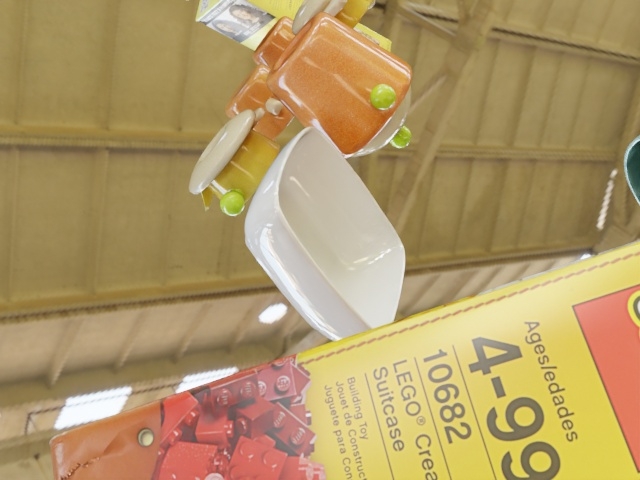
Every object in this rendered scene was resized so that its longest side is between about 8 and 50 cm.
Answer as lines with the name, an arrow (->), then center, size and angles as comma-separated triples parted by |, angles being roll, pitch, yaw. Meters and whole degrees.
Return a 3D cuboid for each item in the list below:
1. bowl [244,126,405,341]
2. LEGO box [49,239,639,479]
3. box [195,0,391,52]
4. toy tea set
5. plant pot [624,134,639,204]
bowl -> 0.000, 0.000, 0.581 | 0.053, 0.142, 0.142 | -27, -68, 26
LEGO box -> 0.128, 0.279, 0.310 | 0.372, 0.500, 0.193 | -20, -24, 11
box -> -0.028, -0.254, 0.956 | 0.232, 0.087, 0.058 | 20, -112, -34
toy tea set -> 0.004, -0.140, 0.734 | 0.124, 0.336, 0.200 | 37, -57, -17
plant pot -> 0.547, -0.100, 0.900 | 0.235, 0.293, 0.293 | -46, -37, -6
